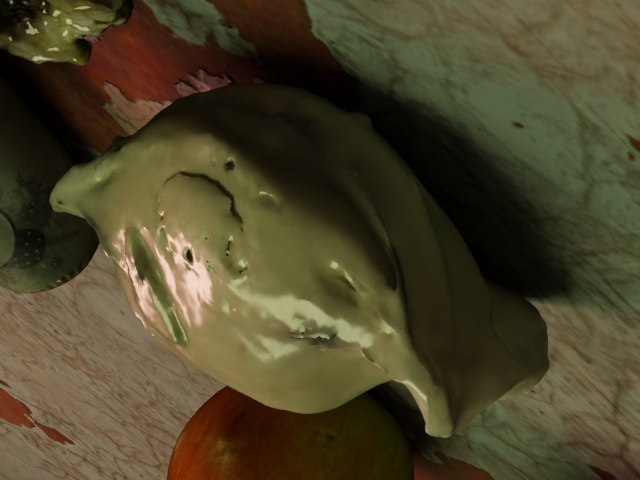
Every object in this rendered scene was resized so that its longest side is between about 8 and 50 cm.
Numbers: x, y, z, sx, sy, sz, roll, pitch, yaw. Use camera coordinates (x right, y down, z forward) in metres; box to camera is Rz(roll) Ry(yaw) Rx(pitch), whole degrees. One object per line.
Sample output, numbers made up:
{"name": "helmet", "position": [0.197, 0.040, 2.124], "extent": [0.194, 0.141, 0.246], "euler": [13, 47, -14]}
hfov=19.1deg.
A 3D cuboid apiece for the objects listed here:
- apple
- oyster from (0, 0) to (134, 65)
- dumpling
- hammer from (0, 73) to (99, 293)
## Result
{"name": "apple", "position": [-0.020, 0.191, 1.506], "extent": [0.196, 0.196, 0.196], "euler": [29, 157, 14]}
{"name": "oyster", "position": [-0.214, -0.229, 1.052], "extent": [0.201, 0.107, 0.354], "euler": [-4, 141, 8]}
{"name": "dumpling", "position": [0.000, 0.000, 1.172], "extent": [0.318, 0.187, 0.243], "euler": [29, -162, 34]}
{"name": "hammer", "position": [-0.305, -0.074, 1.496], "extent": [0.305, 0.113, 0.202], "euler": [23, 153, 47]}
